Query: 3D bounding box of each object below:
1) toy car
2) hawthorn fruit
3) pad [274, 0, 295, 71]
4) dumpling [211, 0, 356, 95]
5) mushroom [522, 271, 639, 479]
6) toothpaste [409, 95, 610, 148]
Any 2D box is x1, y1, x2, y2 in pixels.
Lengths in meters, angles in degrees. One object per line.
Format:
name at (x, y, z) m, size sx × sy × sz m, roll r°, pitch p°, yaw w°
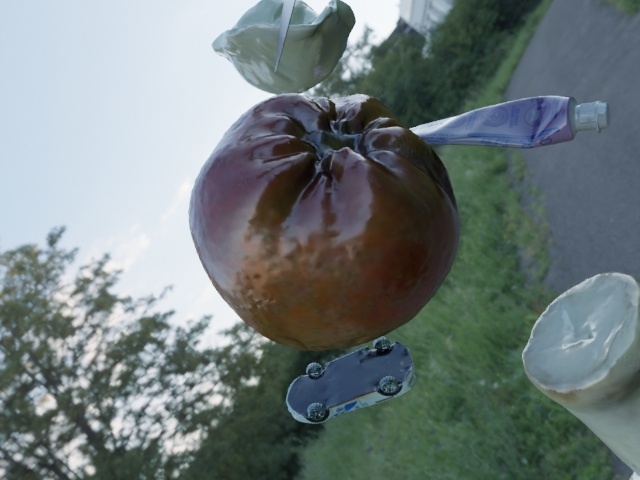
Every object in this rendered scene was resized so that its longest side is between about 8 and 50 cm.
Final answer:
toy car at (0.045, 0.215, 0.898) m, size 0.204 × 0.056 × 0.095 m, roll -25°, pitch 32°, yaw 12°
hawthorn fruit at (0.000, 0.000, 0.646) m, size 0.277 × 0.276 × 0.298 m, roll -44°, pitch -23°, yaw -47°
pad at (-0.030, -0.381, 0.823) m, size 0.266 × 0.002 × 0.176 m, roll 114°, pitch 163°, yaw -48°
dumpling at (-0.091, -0.386, 1.203) m, size 0.318 × 0.187 × 0.243 m, roll -9°, pitch 10°, yaw 23°
mushroom at (0.342, 0.183, 0.421) m, size 0.315 × 0.356 × 0.315 m, roll -20°, pitch 37°, yaw 16°
toothpaste at (0.193, -0.137, 0.742) m, size 0.300 × 0.048 × 0.075 m, roll -1°, pitch 34°, yaw 33°
